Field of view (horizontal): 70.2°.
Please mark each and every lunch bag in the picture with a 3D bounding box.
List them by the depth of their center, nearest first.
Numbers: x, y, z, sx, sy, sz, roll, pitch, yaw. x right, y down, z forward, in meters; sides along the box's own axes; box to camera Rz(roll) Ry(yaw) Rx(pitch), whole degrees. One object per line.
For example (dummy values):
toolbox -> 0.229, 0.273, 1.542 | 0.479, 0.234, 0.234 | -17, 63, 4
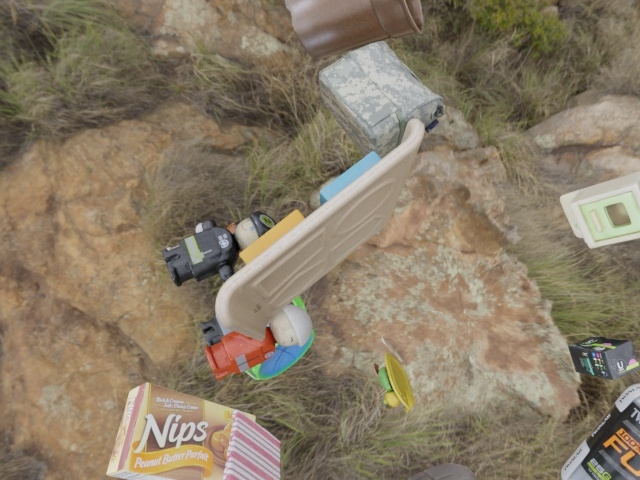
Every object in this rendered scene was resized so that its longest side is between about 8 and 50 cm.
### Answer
lunch bag -> 0.179, -0.417, 1.339 | 0.256, 0.212, 0.305 | -36, 72, -3

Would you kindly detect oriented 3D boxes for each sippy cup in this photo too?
sippy cup -> -0.176, 0.297, 1.509 | 0.305, 0.240, 0.224 | -40, 62, -8

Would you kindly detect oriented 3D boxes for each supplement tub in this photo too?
supplement tub -> 0.660, 0.430, 0.917 | 0.193, 0.193, 0.316 | 33, 105, 19

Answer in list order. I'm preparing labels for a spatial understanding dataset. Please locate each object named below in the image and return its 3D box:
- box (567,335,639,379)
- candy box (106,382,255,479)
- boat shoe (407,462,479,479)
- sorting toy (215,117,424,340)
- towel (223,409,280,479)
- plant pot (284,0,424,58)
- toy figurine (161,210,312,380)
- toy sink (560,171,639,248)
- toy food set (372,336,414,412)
box -> 0.496, 0.204, 0.799 | 0.062, 0.083, 0.052 | -16, 88, -16
candy box -> -0.307, 0.472, 1.066 | 0.087, 0.316, 0.183 | -33, 40, 34
boat shoe -> 0.142, 0.497, 0.725 | 0.130, 0.132, 0.355 | 42, 110, 7
sorting toy -> 0.000, 0.000, 0.407 | 0.208, 0.193, 0.038 | -43, 78, -10
towel -> -0.142, 0.465, 0.954 | 0.029, 0.197, 0.144 | -38, 111, 12
plant pot -> 0.047, -0.354, 0.664 | 0.165, 0.167, 0.167 | -13, 78, 27
toy figurine -> -0.118, 0.067, 0.655 | 0.148, 0.209, 0.213 | -23, 97, -15
toy sink -> 0.815, -0.076, 1.308 | 0.234, 0.131, 0.153 | -19, 100, 48
toy food set -> 0.202, 0.404, 1.324 | 0.071, 0.128, 0.218 | -34, 29, 17
